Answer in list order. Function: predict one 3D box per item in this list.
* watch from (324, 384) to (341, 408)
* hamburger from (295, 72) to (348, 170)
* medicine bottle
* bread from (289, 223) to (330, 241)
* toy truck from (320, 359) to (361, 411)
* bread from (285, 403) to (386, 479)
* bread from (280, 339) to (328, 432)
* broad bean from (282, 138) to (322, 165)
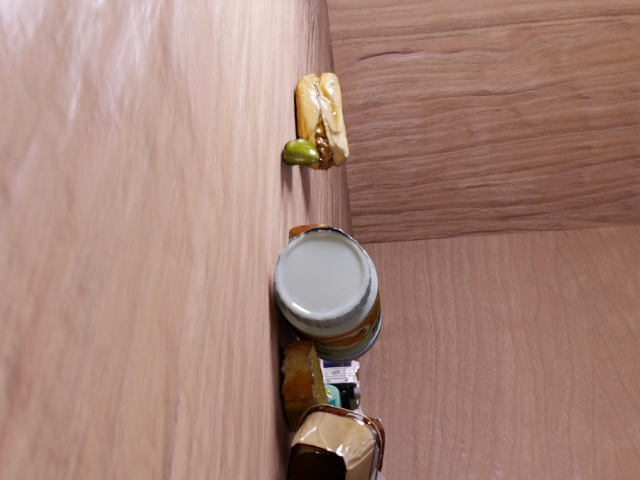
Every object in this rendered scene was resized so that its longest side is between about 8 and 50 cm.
[{"bbox_3d":[0.011,0.400,1.420,0.237,0.068,0.195,-92,178,-68],"label":"watch"},{"bbox_3d":[0.005,-0.257,1.580,0.214,0.108,0.214,-3,90,-86],"label":"hamburger"},{"bbox_3d":[0.018,0.097,1.169,0.318,0.158,0.158,70,17,-70],"label":"medicine bottle"},{"bbox_3d":[0.000,0.000,1.292,0.062,0.109,0.043,-40,142,-25],"label":"bread"},{"bbox_3d":[0.042,0.343,1.612,0.227,0.098,0.114,83,4,-47],"label":"toy truck"},{"bbox_3d":[0.015,0.339,1.029,0.212,0.142,0.224,-11,111,-71],"label":"bread"},{"bbox_3d":[-0.023,0.234,1.132,0.187,0.065,0.103,82,8,-55],"label":"bread"},{"bbox_3d":[-0.036,-0.160,1.319,0.213,0.070,0.048,-115,-144,-77],"label":"broad bean"}]
